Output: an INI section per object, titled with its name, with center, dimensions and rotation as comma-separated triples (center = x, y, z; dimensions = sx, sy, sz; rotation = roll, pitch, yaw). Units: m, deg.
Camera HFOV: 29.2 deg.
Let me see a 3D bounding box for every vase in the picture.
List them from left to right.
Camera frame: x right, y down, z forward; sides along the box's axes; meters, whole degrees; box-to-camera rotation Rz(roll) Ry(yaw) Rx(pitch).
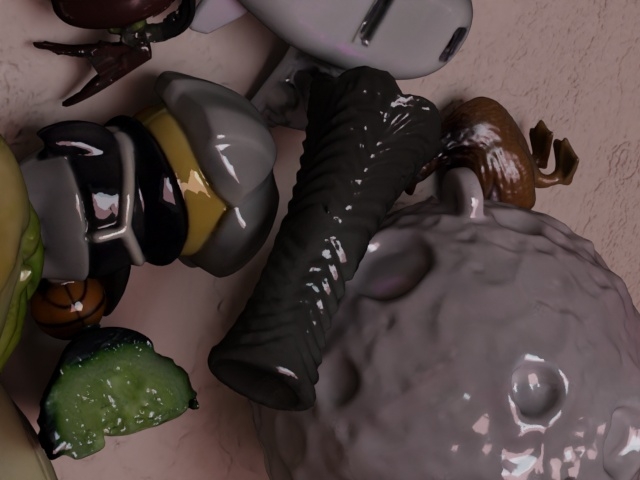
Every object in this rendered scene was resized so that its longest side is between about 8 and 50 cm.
[vase]
center = 0.000, 0.000, 0.875
dimensions = 0.115, 0.115, 0.237
rotation = 48, 55, -38

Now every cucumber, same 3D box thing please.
[cucumber]
center = -0.158, 0.108, 0.903
dimensions = 0.115, 0.193, 0.086
rotation = -19, 84, -15

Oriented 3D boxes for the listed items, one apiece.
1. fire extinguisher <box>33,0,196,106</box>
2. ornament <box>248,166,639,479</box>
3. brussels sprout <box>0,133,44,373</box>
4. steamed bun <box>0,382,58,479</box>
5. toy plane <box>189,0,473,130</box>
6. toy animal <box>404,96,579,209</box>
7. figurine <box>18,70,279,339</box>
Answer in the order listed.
[fire extinguisher]
center = -0.174, -0.250, 0.809
dimensions = 0.141, 0.105, 0.341
rotation = -7, 121, 8
[ornament]
center = 0.111, 0.137, 1.004
dimensions = 0.337, 0.337, 0.337
rotation = -14, 116, -32
[brussels sprout]
center = -0.307, 0.025, 0.719
dimensions = 0.259, 0.294, 0.227
rotation = 51, 37, -21
[steamed bun]
center = -0.274, 0.233, 0.884
dimensions = 0.200, 0.154, 0.250
rotation = -16, 120, -31
[toy plane]
center = 0.011, -0.197, 0.948
dimensions = 0.266, 0.123, 0.267
rotation = -17, 134, -19
[toy animal]
center = 0.145, -0.042, 1.140
dimensions = 0.179, 0.089, 0.188
rotation = -14, 116, -17
[figurine]
center = -0.140, -0.024, 0.899
dimensions = 0.236, 0.133, 0.176
rotation = -21, 130, -26
